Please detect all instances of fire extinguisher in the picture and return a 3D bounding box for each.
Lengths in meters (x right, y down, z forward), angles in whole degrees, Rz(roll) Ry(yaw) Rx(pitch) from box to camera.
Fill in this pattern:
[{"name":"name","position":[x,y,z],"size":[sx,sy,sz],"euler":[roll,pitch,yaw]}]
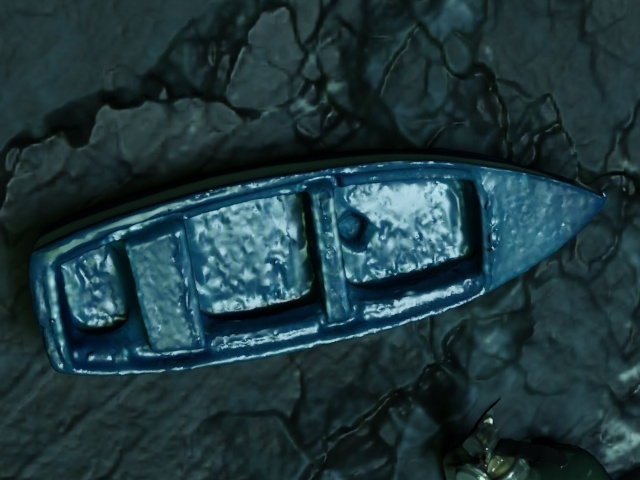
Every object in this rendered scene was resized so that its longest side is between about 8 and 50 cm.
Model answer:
[{"name":"fire extinguisher","position":[0.153,0.193,0.898],"size":[0.294,0.118,0.093],"euler":[50,58,-22]}]

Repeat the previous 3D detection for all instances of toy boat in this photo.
[{"name":"toy boat","position":[0.000,0.000,0.813],"size":[0.299,0.062,0.096],"euler":[-11,110,-8]}]
